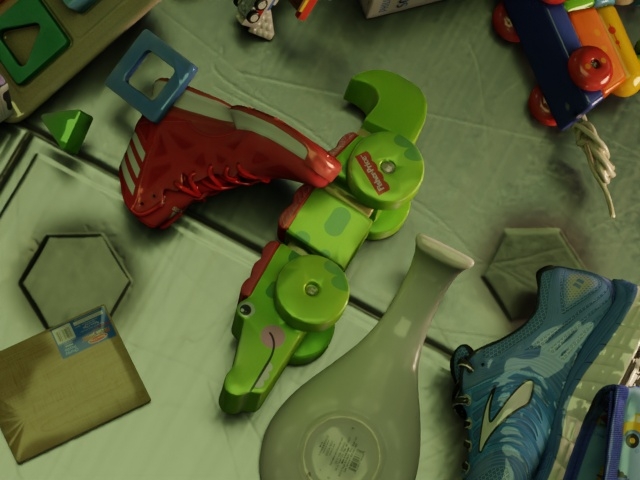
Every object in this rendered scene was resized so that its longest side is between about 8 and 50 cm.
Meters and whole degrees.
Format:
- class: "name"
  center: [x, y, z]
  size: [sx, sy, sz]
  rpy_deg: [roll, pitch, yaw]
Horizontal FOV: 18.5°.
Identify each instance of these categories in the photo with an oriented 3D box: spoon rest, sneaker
- class: "spoon rest"
  center: [0.048, 0.130, 1.716]
  size: [0.137, 0.084, 0.276]
  rpy_deg: [28, 88, 3]
- class: "sneaker"
  center: [0.166, 0.168, 1.700]
  size: [0.147, 0.130, 0.330]
  rpy_deg: [25, 75, 19]
- class: "sneaker"
  center: [-0.086, -0.052, 1.707]
  size: [0.221, 0.087, 0.128]
  rpy_deg: [23, 84, 43]

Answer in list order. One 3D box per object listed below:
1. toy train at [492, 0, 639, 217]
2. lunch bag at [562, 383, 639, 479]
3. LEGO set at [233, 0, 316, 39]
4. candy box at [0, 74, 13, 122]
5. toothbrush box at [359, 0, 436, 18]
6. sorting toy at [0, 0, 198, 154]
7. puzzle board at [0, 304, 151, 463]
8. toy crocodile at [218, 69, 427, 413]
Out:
- class: "toy train"
  center: [0.271, -0.150, 1.794]
  size: [0.143, 0.105, 0.248]
  rpy_deg: [-18, 78, -24]
- class: "lunch bag"
  center: [0.300, 0.249, 1.611]
  size: [0.221, 0.138, 0.293]
  rpy_deg: [11, 92, -19]
- class: "LEGO set"
  center: [-0.004, -0.285, 1.747]
  size: [0.060, 0.244, 0.182]
  rpy_deg: [13, 77, -42]
- class: "candy box"
  center: [-0.392, -0.126, 1.687]
  size: [0.196, 0.070, 0.165]
  rpy_deg: [-36, 76, -14]
- class: "toothbrush box"
  center: [0.154, -0.354, 1.813]
  size: [0.295, 0.126, 0.216]
  rpy_deg: [-14, 78, -8]
- class: "sorting toy"
  center: [-0.257, -0.231, 1.741]
  size: [0.196, 0.047, 0.348]
  rpy_deg: [-39, 75, 7]
- class: "puzzle board"
  center: [-0.225, 0.124, 1.712]
  size: [0.128, 0.011, 0.096]
  rpy_deg: [-25, 79, -12]
- class: "toy crocodile"
  center: [0.000, 0.000, 1.714]
  size: [0.105, 0.115, 0.340]
  rpy_deg: [30, 73, 4]
